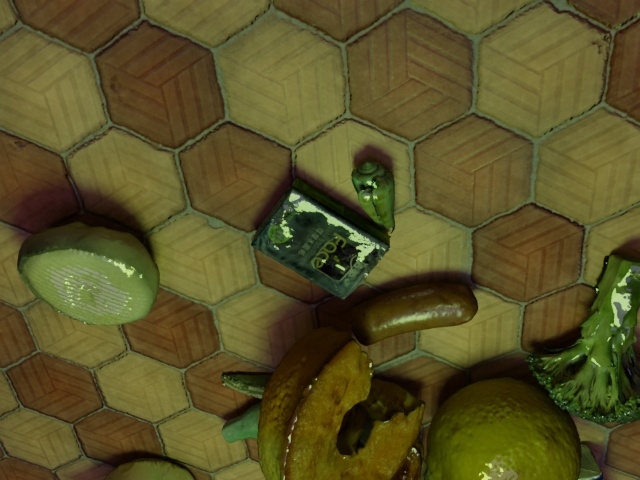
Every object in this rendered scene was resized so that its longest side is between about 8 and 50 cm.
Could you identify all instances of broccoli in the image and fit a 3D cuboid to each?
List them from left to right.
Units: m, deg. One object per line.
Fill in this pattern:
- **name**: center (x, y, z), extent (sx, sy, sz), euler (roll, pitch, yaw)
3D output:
- **broccoli**: center (0.620, 0.208, 1.369), extent (0.252, 0.221, 0.361), euler (37, 119, 17)

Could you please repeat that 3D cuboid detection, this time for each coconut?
- **coconut**: center (-0.477, 0.761, 1.729), extent (0.298, 0.309, 0.297), euler (3, 123, 4)

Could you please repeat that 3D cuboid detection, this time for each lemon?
- **lemon**: center (0.403, 0.463, 1.469), extent (0.336, 0.336, 0.335), euler (2, 123, 3)

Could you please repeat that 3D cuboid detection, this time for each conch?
- **conch**: center (0.111, -0.074, 1.265), extent (0.079, 0.105, 0.170), euler (-11, 125, 17)

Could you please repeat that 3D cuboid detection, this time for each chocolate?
- **chocolate**: center (-0.111, 0.428, 1.611), extent (0.291, 0.110, 0.110), euler (-25, 117, 22)

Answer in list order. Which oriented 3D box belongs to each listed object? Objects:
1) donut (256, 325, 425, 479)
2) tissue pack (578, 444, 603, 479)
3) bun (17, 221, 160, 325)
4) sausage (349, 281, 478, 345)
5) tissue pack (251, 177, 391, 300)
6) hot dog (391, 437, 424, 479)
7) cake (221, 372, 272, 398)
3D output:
- **donut**: center (0.017, 0.402, 1.422), extent (0.164, 0.377, 0.435), euler (19, 152, 45)
- **tissue pack**: center (0.613, 0.654, 1.676), extent (0.209, 0.137, 0.269), euler (-15, 117, 14)
- **bun**: center (-0.467, 0.057, 1.376), extent (0.288, 0.146, 0.287), euler (6, 137, 6)
- **sausage**: center (0.196, 0.149, 1.406), extent (0.271, 0.109, 0.108), euler (-14, 120, 14)
- **tissue pack**: center (0.000, 0.000, 1.339), extent (0.236, 0.073, 0.173), euler (32, 121, -15)
- **hot dog**: center (0.174, 0.613, 1.690), extent (0.158, 0.117, 0.348), euler (2, 119, 3)
- **cake**: center (-0.176, 0.352, 1.594), extent (0.140, 0.055, 0.051), euler (1, 129, 6)
